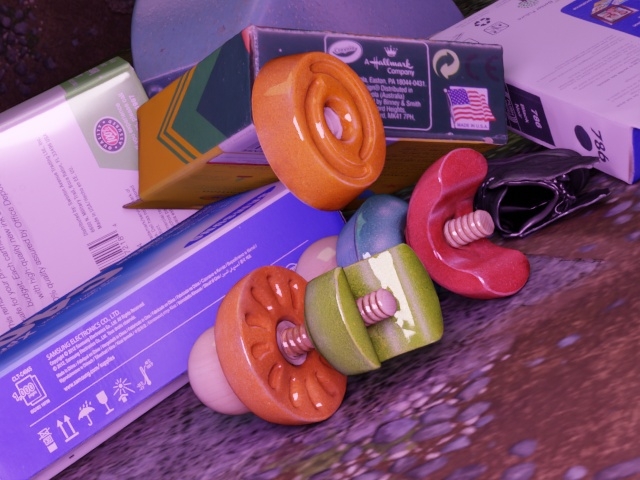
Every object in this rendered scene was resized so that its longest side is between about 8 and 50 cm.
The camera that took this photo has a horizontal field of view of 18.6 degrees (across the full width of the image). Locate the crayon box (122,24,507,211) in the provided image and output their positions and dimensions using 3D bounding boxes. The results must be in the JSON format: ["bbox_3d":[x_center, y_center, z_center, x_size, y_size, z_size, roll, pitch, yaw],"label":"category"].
[{"bbox_3d":[-0.018,-0.084,1.515,0.202,0.081,0.318,2,-11,-24],"label":"crayon box"}]

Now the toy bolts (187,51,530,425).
[{"bbox_3d":[0.000,0.000,1.257,0.158,0.218,0.228,-23,-6,36],"label":"toy bolts"}]

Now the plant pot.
[{"bbox_3d":[-0.044,-0.195,1.962,0.247,0.248,0.252,-14,35,38],"label":"plant pot"}]

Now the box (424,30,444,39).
[{"bbox_3d":[0.164,-0.154,1.781,0.067,0.063,0.324,-29,14,-16],"label":"box"}]

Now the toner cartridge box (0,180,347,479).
[{"bbox_3d":[-0.149,0.069,1.423,0.348,0.075,0.165,-34,12,-34],"label":"toner cartridge box"}]

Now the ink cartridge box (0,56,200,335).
[{"bbox_3d":[-0.247,-0.010,1.675,0.273,0.198,0.115,-26,13,-6],"label":"ink cartridge box"}]

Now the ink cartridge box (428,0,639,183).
[{"bbox_3d":[0.232,-0.128,1.473,0.165,0.065,0.333,-29,27,-16],"label":"ink cartridge box"}]

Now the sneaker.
[{"bbox_3d":[0.131,-0.031,1.402,0.170,0.051,0.089,-15,12,24],"label":"sneaker"}]

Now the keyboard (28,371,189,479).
[{"bbox_3d":[-0.141,0.116,1.410,0.256,0.014,0.072,-34,16,-34],"label":"keyboard"}]
